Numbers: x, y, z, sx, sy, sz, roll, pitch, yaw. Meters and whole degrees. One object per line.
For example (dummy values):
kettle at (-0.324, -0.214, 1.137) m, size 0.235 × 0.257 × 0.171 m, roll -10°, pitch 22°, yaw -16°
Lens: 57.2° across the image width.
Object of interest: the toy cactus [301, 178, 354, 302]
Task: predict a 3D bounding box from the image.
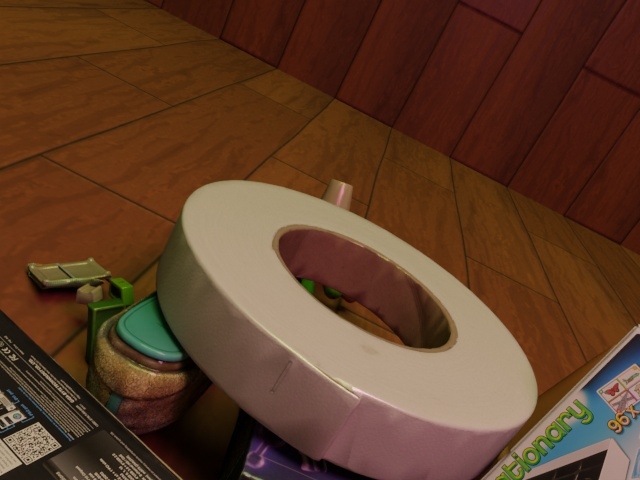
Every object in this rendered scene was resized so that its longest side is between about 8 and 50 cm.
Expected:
toy cactus at (0.000, 0.000, 0.860) m, size 0.219 × 0.180 × 0.112 m, roll 17°, pitch 5°, yaw -35°

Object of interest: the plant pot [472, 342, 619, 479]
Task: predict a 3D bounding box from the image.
plant pot at (0.325, 0.244, 0.592) m, size 0.291 × 0.203 × 0.291 m, roll 25°, pitch 23°, yaw -11°

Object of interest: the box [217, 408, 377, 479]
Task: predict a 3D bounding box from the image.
box at (-0.001, 0.196, 0.521) m, size 0.153 × 0.108 × 0.207 m, roll 25°, pitch 23°, yaw -6°

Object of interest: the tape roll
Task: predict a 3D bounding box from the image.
tape roll at (0.031, 0.068, 0.592) m, size 0.392 × 0.072 × 0.392 m, roll 26°, pitch 21°, yaw -11°

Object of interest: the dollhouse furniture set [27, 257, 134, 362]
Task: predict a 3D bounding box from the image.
dollhouse furniture set at (-0.250, 0.069, 0.625) m, size 0.076 × 0.058 × 0.151 m, roll -7°, pitch 21°, yaw -42°

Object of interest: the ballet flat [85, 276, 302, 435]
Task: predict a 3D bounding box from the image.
ballet flat at (-0.120, 0.086, 0.616) m, size 0.123 × 0.123 × 0.348 m, roll 30°, pitch 20°, yaw 7°

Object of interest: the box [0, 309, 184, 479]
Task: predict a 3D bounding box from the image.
box at (-0.274, 0.159, 0.347) m, size 0.295 × 0.073 × 0.293 m, roll 34°, pitch 26°, yaw 20°

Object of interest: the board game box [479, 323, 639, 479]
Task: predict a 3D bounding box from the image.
board game box at (0.219, 0.238, 0.447) m, size 0.193 × 0.305 × 0.053 m, roll 45°, pitch -2°, yaw 35°
